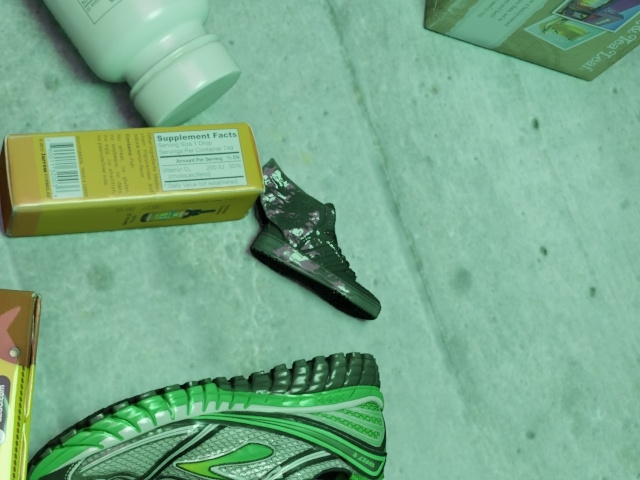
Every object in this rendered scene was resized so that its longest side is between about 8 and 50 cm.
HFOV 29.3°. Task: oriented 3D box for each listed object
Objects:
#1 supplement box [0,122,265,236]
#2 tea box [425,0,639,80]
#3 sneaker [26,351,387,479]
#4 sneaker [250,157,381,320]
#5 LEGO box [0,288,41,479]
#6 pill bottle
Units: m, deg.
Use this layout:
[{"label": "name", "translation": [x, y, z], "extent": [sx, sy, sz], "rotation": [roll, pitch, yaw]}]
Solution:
[{"label": "supplement box", "translation": [-0.175, -0.057, 1.135], "extent": [0.233, 0.078, 0.080], "rotation": [-3, 72, -21]}, {"label": "tea box", "translation": [0.286, -0.392, 1.260], "extent": [0.219, 0.329, 0.324], "rotation": [14, 69, -15]}, {"label": "sneaker", "translation": [-0.090, 0.193, 1.056], "extent": [0.343, 0.134, 0.146], "rotation": [-8, 77, -22]}, {"label": "sneaker", "translation": [-0.001, 0.001, 1.191], "extent": [0.170, 0.051, 0.089], "rotation": [30, 71, -5]}, {"label": "LEGO box", "translation": [-0.417, 0.276, 0.880], "extent": [0.372, 0.193, 0.501], "rotation": [7, 71, -17]}, {"label": "pill bottle", "translation": [-0.180, -0.223, 1.154], "extent": [0.131, 0.131, 0.229], "rotation": [-34, 87, -25]}]
